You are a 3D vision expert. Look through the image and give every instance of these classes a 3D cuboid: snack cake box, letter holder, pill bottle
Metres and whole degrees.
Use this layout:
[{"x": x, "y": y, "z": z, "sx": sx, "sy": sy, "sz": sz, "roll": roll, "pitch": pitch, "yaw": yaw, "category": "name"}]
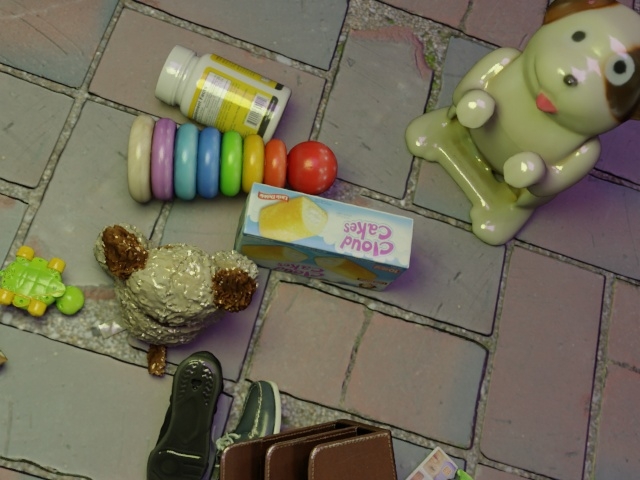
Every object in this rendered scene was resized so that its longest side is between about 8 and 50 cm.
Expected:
[{"x": 0.000, "y": 0.000, "z": 1.295, "sx": 0.264, "sy": 0.152, "sz": 0.089, "roll": 12, "pitch": 68, "yaw": -9, "category": "snack cake box"}, {"x": -0.010, "y": 0.417, "z": 1.085, "sx": 0.214, "sy": 0.152, "sz": 0.302, "roll": -6, "pitch": 87, "yaw": -24, "category": "letter holder"}, {"x": -0.164, "y": -0.244, "z": 1.362, "sx": 0.208, "sy": 0.119, "sz": 0.119, "roll": 24, "pitch": 66, "yaw": -5, "category": "pill bottle"}]

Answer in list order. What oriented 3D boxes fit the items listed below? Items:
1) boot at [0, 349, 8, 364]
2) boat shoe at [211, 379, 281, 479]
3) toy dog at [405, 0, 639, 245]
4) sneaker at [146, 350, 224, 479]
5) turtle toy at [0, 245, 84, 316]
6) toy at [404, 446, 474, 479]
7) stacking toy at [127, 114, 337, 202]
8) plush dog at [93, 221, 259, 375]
[{"x": -0.550, "y": 0.238, "z": 1.103, "sx": 0.269, "sy": 0.089, "sz": 0.236, "roll": -41, "pitch": 84, "yaw": -25, "category": "boot"}, {"x": -0.122, "y": 0.325, "z": 1.179, "sx": 0.079, "sy": 0.095, "sz": 0.255, "roll": 18, "pitch": 75, "yaw": -19, "category": "boat shoe"}, {"x": 0.395, "y": -0.218, "z": 1.336, "sx": 0.395, "sy": 0.408, "sz": 0.285, "roll": -24, "pitch": 78, "yaw": -21, "category": "toy dog"}, {"x": -0.193, "y": 0.268, "z": 1.188, "sx": 0.087, "sy": 0.130, "sz": 0.228, "roll": 13, "pitch": 95, "yaw": -1, "category": "sneaker"}, {"x": -0.419, "y": 0.072, "z": 1.208, "sx": 0.130, "sy": 0.066, "sz": 0.095, "roll": 22, "pitch": 66, "yaw": -6, "category": "turtle toy"}, {"x": 0.154, "y": 0.443, "z": 1.222, "sx": 0.237, "sy": 0.056, "sz": 0.137, "roll": -40, "pitch": 82, "yaw": -23, "category": "toy"}, {"x": -0.136, "y": -0.121, "z": 1.291, "sx": 0.330, "sy": 0.141, "sz": 0.141, "roll": 3, "pitch": 69, "yaw": -5, "category": "stacking toy"}, {"x": -0.219, "y": 0.075, "z": 1.171, "sx": 0.262, "sy": 0.225, "sz": 0.211, "roll": 15, "pitch": 67, "yaw": -9, "category": "plush dog"}]
